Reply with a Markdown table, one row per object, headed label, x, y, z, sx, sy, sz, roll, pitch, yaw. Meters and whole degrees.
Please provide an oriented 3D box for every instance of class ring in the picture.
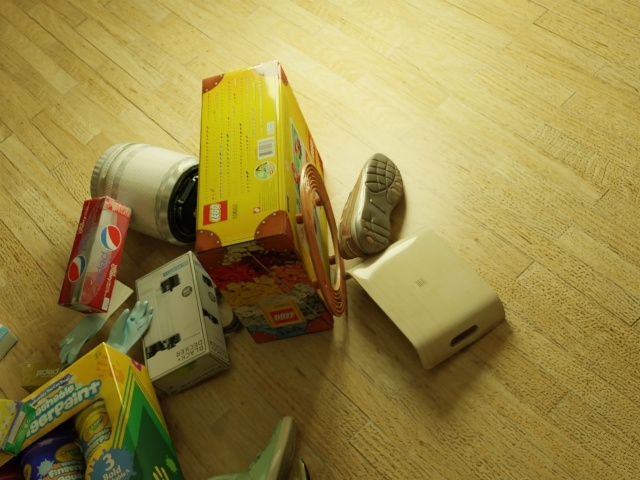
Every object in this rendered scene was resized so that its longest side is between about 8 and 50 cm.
| label | x | y | z | sx | sy | sz | roll | pitch | yaw |
| --- | --- | --- | --- | --- | --- | --- | --- | --- | --- |
| ring | 0.000 | 0.000 | 1.866 | 0.032 | 0.337 | 0.337 | -11 | 53 | 12 |

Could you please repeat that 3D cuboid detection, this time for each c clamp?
| label | x | y | z | sx | sy | sz | roll | pitch | yaw |
| --- | --- | --- | --- | --- | --- | --- | --- | --- | --- |
| c clamp | -0.245 | 0.162 | 2.032 | 0.137 | 0.022 | 0.161 | -26 | 49 | 5 |

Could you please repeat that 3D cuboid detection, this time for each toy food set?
| label | x | y | z | sx | sy | sz | roll | pitch | yaw |
| --- | --- | --- | --- | --- | --- | --- | --- | --- | --- |
| toy food set | 0.220 | 0.118 | 1.878 | 0.219 | 0.092 | 0.306 | -29 | 52 | -18 |

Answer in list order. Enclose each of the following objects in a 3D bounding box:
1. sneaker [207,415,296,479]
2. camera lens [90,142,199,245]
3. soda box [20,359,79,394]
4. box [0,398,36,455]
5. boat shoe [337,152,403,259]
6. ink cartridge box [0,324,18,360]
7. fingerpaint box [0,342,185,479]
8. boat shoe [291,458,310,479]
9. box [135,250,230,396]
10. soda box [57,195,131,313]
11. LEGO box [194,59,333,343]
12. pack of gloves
| label | x | y | z | sx | sy | sz | roll | pitch | yaw |
| --- | --- | --- | --- | --- | --- | --- | --- | --- | --- |
| sneaker | -0.146 | 0.457 | 1.736 | 0.151 | 0.094 | 0.256 | 12 | 62 | 19 |
| camera lens | -0.404 | -0.120 | 2.162 | 0.274 | 0.219 | 0.219 | 17 | 63 | 28 |
| soda box | -0.597 | 0.319 | 2.015 | 0.181 | 0.058 | 0.061 | -6 | 53 | 15 |
| box | -0.672 | 0.375 | 1.778 | 0.179 | 0.043 | 0.105 | -2 | 58 | 34 |
| boat shoe | 0.104 | -0.082 | 2.026 | 0.116 | 0.123 | 0.324 | -34 | 23 | 39 |
| ink cartridge box | -0.825 | 0.243 | 2.151 | 0.122 | 0.052 | 0.089 | 24 | 66 | 30 |
| fingerpaint box | -0.521 | 0.489 | 1.751 | 0.444 | 0.163 | 0.371 | -35 | 51 | 7 |
| boat shoe | -0.040 | 0.504 | 1.698 | 0.048 | 0.056 | 0.153 | -12 | 60 | 4 |
| box | -0.318 | 0.187 | 1.979 | 0.169 | 0.087 | 0.290 | -27 | 51 | 14 |
| soda box | -0.524 | 0.035 | 2.025 | 0.092 | 0.083 | 0.264 | -6 | 66 | 41 |
| LEGO box | -0.119 | -0.087 | 1.946 | 0.193 | 0.373 | 0.501 | -12 | 52 | 11 |
| pack of gloves | -0.499 | 0.203 | 1.980 | 0.195 | 0.046 | 0.232 | 26 | 72 | 38 |
